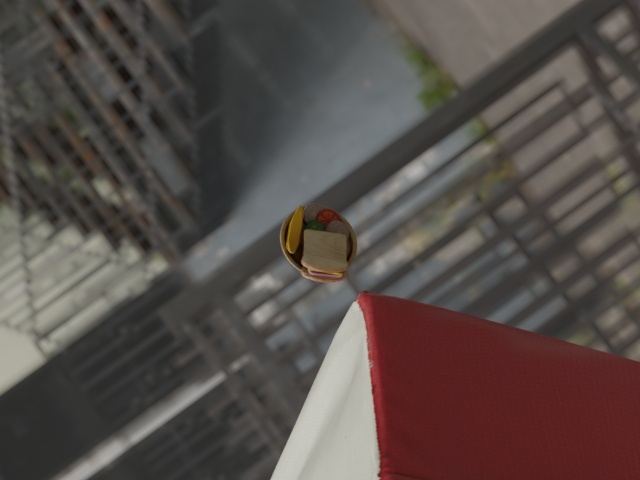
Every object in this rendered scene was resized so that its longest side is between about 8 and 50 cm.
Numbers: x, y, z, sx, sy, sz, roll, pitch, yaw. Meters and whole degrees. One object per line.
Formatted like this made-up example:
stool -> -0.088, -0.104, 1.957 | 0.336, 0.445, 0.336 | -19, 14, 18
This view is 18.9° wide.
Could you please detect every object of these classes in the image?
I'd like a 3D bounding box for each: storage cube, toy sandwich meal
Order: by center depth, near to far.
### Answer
storage cube -> 0.074, 0.155, 0.575 | 0.193, 0.215, 0.183 | 15, -151, -13
toy sandwich meal -> 0.000, 0.000, 1.842 | 0.085, 0.085, 0.029 | 54, 153, 13
